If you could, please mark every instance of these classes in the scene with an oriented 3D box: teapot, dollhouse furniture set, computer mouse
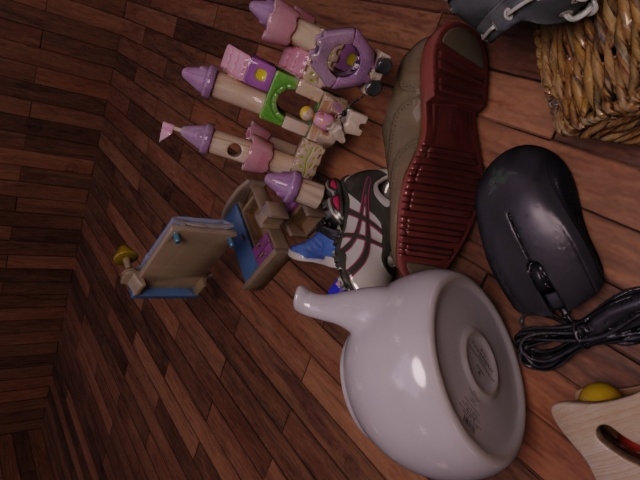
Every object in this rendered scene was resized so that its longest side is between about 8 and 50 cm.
[{"bbox_3d":[0.115,0.168,0.610,0.187,0.253,0.255,-25,66,37],"label":"teapot"},{"bbox_3d":[-0.210,-0.047,0.960,0.286,0.304,0.198,-48,54,36],"label":"dollhouse furniture set"},{"bbox_3d":[0.258,0.004,0.588,0.188,0.072,0.272,-37,60,42],"label":"computer mouse"}]

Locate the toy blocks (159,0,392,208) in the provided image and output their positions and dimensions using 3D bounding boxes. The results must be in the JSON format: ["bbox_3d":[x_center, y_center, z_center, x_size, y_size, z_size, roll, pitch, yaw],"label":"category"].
[{"bbox_3d":[-0.091,-0.234,0.795,0.309,0.260,0.288,-105,38,-61],"label":"toy blocks"}]

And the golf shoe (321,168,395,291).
[{"bbox_3d":[0.080,0.004,0.748,0.120,0.105,0.272,-20,60,16],"label":"golf shoe"}]

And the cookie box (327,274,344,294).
[{"bbox_3d":[0.071,0.091,0.820,0.091,0.040,0.107,-57,49,28],"label":"cookie box"}]

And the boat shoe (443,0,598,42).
[{"bbox_3d":[0.217,-0.249,0.446,0.116,0.099,0.319,-43,18,-3],"label":"boat shoe"}]

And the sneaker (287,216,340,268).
[{"bbox_3d":[0.001,0.000,0.899,0.152,0.058,0.084,9,91,52],"label":"sneaker"}]

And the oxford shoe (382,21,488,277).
[{"bbox_3d":[0.147,-0.115,0.712,0.130,0.123,0.347,7,86,64],"label":"oxford shoe"}]

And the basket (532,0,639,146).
[{"bbox_3d":[0.355,-0.246,0.482,0.213,0.223,0.298,141,128,-80],"label":"basket"}]

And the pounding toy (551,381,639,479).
[{"bbox_3d":[0.330,0.147,0.428,0.270,0.155,0.154,-28,71,45],"label":"pounding toy"}]
